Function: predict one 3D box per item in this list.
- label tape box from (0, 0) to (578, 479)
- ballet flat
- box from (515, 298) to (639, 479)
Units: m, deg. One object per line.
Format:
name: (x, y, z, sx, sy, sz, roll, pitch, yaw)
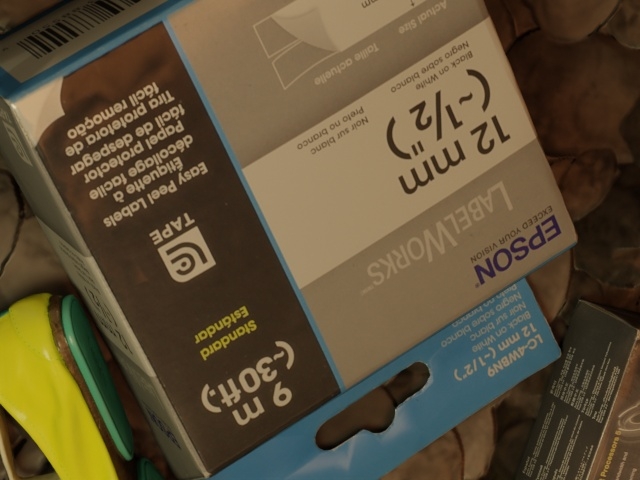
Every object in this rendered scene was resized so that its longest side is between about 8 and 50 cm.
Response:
label tape box: (0.000, 0.000, 1.063, 0.249, 0.115, 0.348, -32, 113, -14)
ballet flat: (-0.124, 0.134, 1.072, 0.077, 0.077, 0.231, -23, 111, 5)
box: (0.227, 0.213, 1.247, 0.242, 0.076, 0.307, 14, 97, -27)
